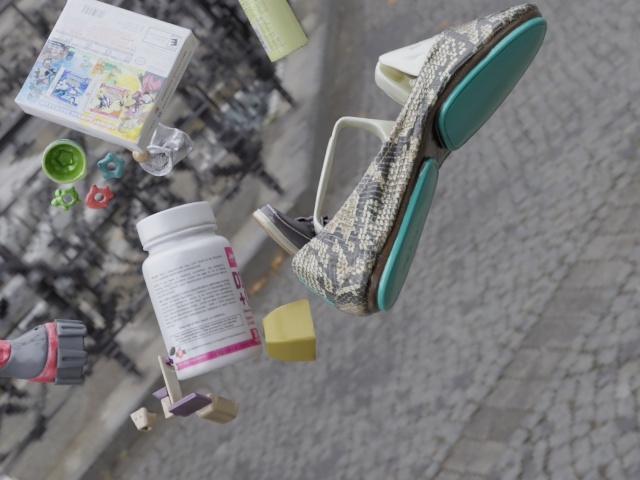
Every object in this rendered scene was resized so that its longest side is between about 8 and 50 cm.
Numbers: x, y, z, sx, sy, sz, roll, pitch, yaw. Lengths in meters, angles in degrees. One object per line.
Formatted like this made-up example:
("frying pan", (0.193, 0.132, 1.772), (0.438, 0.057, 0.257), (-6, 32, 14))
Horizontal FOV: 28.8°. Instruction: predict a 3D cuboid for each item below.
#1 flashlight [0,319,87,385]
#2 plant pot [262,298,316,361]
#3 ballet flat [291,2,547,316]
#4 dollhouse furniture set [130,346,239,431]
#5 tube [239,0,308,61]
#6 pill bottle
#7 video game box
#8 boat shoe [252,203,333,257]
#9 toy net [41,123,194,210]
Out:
("flashlight", (-0.506, 0.168, 1.861), (0.103, 0.304, 0.103), (-149, 63, -68))
("plant pot", (-0.055, 0.157, 2.107), (0.083, 0.081, 0.081), (-7, 56, -5))
("ballet flat", (0.109, -0.135, 1.610), (0.482, 0.182, 0.164), (-59, -21, -12))
("dollhouse furniture set", (-0.161, 0.179, 1.472), (0.091, 0.114, 0.081), (-31, 60, 19))
("tube", (-0.098, -0.370, 1.751), (0.070, 0.240, 0.062), (-27, 11, 16))
("pill bottle", (-0.214, 0.086, 2.154), (0.160, 0.283, 0.160), (-18, -4, -1))
("video game box", (-0.304, -0.240, 1.777), (0.187, 0.205, 0.048), (-65, -18, -16))
("boat shoe", (0.000, 0.000, 2.133), (0.092, 0.285, 0.103), (-50, 39, 7))
("toy net", (-0.307, -0.112, 1.922), (0.232, 0.122, 0.045), (-10, 18, -7))
